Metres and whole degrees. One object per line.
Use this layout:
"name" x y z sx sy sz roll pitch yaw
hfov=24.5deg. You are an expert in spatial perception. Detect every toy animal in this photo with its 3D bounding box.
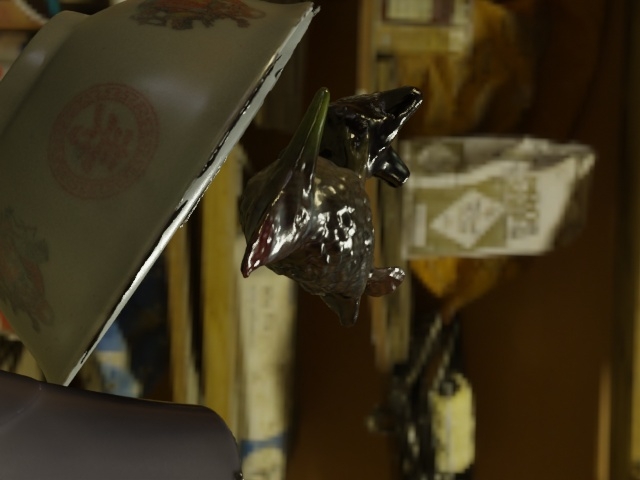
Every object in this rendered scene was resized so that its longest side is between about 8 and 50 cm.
"toy animal" 0.001 -0.010 0.601 0.202 0.070 0.105 -23 111 -77

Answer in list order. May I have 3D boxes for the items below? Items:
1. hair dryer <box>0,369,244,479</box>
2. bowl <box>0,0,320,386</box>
"hair dryer" -0.190 0.206 0.558 0.301 0.121 0.361 9 97 -43
"bowl" -0.158 -0.067 1.076 0.345 0.157 0.345 -57 -177 5
